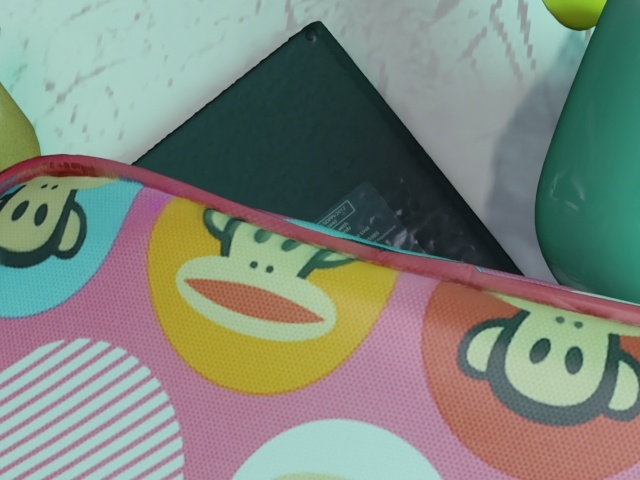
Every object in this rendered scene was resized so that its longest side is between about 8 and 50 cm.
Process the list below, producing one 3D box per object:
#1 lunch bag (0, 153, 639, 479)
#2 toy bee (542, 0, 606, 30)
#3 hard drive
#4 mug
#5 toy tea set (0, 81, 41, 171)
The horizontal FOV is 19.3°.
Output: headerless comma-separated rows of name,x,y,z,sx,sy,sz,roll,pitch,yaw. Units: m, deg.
lunch bag,0.002,0.131,0.441,0.293,0.120,0.258,17,78,24
toy bee,0.065,-0.159,0.599,0.298,0.162,0.195,-13,69,15
hard drive,0.000,0.000,0.641,0.094,0.022,0.135,-38,63,4
mug,0.134,-0.003,0.526,0.158,0.129,0.097,30,101,53
toy tea set,-0.196,-0.027,0.665,0.200,0.124,0.336,-22,65,11
